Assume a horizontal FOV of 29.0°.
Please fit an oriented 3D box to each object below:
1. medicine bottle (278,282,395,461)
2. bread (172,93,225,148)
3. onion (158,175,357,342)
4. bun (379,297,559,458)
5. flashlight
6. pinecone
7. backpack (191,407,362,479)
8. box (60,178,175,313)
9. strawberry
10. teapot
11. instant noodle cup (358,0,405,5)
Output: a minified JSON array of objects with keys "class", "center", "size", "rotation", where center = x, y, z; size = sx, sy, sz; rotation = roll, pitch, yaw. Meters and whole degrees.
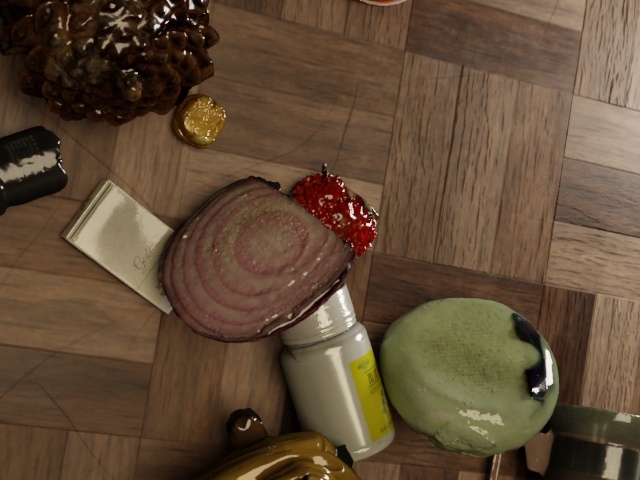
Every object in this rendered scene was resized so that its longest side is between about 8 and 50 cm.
[{"class":"medicine bottle","center":[0.016,0.202,1.898],"size":[0.143,0.143,0.258],"rotation":[-21,99,-22]},{"class":"bread","center":[-0.181,-0.179,1.856],"size":[0.081,0.046,0.083],"rotation":[-7,92,-29]},{"class":"onion","center":[-0.098,0.053,1.813],"size":[0.250,0.111,0.247],"rotation":[40,76,25]},{"class":"bun","center":[0.227,0.236,1.960],"size":[0.293,0.293,0.187],"rotation":[-11,131,-23]},{"class":"flashlight","center":[-0.551,-0.051,1.672],"size":[0.424,0.103,0.103],"rotation":[-21,99,-21]},{"class":"pinecone","center":[-0.302,-0.314,1.696],"size":[0.298,0.242,0.296],"rotation":[-8,85,-22]},{"class":"backpack","center":[-0.093,0.448,1.807],"size":[0.378,0.201,0.353],"rotation":[-21,116,-6]},{"class":"box","center":[-0.272,0.010,1.829],"size":[0.198,0.029,0.109],"rotation":[39,76,-21]},{"class":"strawberry","center":[0.003,-0.001,1.919],"size":[0.167,0.087,0.208],"rotation":[37,79,-21]},{"class":"teapot","center":[0.422,0.451,2.050],"size":[0.300,0.253,0.344],"rotation":[10,79,8]},{"class":"instant noodle cup","center":[0.123,-0.498,1.903],"size":[0.250,0.192,0.250],"rotation":[0,91,-23]}]
